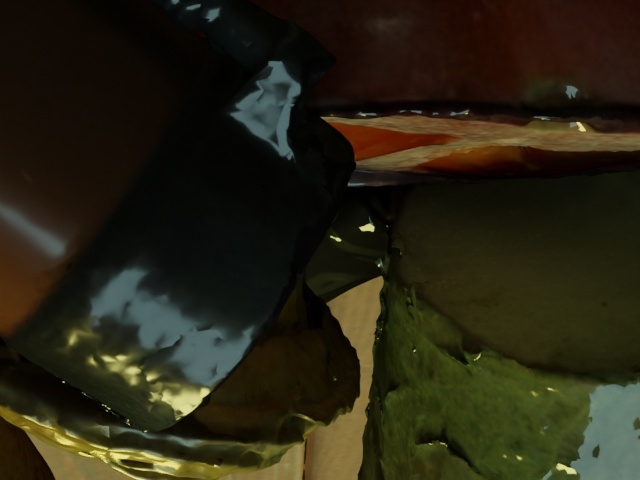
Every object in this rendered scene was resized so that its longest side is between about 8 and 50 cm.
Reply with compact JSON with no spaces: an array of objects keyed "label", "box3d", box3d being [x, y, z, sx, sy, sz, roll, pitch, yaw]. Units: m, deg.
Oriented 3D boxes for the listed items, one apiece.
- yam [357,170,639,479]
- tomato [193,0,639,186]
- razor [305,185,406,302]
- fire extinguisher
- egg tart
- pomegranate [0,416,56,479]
[{"label":"yam","box3d":[0.110,0.110,0.856,0.195,0.195,0.300,-2,122,-9]},{"label":"tomato","box3d":[0.042,-0.079,0.716,0.228,0.112,0.199,2,173,-28]},{"label":"razor","box3d":[0.000,0.000,0.939,0.090,0.054,0.148,16,148,-42]},{"label":"fire extinguisher","box3d":[-0.151,-0.112,0.534,0.376,0.113,0.200,34,103,-15]},{"label":"egg tart","box3d":[-0.083,0.008,0.795,0.241,0.241,0.106,13,114,-35]},{"label":"pomegranate","box3d":[-0.270,0.138,0.926,0.319,0.319,0.319,-5,155,-2]}]
